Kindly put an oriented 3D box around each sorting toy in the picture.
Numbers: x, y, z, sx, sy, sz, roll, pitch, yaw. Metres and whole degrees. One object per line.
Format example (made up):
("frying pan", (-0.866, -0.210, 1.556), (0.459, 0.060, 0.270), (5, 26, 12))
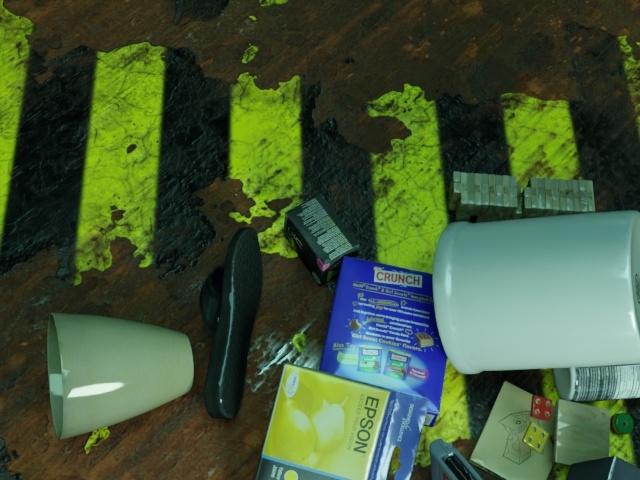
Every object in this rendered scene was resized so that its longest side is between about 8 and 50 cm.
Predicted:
("sorting toy", (0.540, 0.415, 1.896), (0.274, 0.046, 0.132), (14, 70, -18))

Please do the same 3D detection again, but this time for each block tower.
("block tower", (0.482, -0.096, 2.150), (0.335, 0.097, 0.091), (3, 63, 0))

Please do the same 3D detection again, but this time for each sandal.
("sandal", (-0.214, 0.164, 1.944), (0.107, 0.167, 0.446), (0, 61, 16))

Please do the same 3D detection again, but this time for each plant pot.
("plant pot", (-0.411, 0.268, 1.846), (0.274, 0.256, 0.256), (-2, 62, -23))

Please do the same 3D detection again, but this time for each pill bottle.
("pill bottle", (0.646, 0.283, 1.944), (0.245, 0.130, 0.130), (-3, 63, -5))

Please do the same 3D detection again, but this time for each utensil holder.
("utensil holder", (0.467, 0.106, 1.830), (0.385, 0.327, 0.328), (-6, 58, 29))

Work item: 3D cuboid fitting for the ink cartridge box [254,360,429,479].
("ink cartridge box", (0.038, 0.430, 1.802), (0.307, 0.072, 0.304), (14, 89, 6))

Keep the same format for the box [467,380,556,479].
("box", (0.432, 0.427, 1.918), (0.164, 0.021, 0.201), (27, 65, 10))

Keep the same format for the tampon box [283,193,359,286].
("tampon box", (0.000, 0.000, 2.054), (0.101, 0.120, 0.161), (-29, 68, -17))

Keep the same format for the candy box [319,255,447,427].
("candy box", (0.147, 0.219, 1.951), (0.268, 0.122, 0.317), (12, 65, 3))

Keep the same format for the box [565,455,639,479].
("box", (0.613, 0.528, 1.776), (0.207, 0.153, 0.108), (29, 63, -10))

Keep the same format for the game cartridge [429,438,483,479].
("game cartridge", (0.292, 0.536, 1.700), (0.060, 0.196, 0.294), (-18, 24, -13))
